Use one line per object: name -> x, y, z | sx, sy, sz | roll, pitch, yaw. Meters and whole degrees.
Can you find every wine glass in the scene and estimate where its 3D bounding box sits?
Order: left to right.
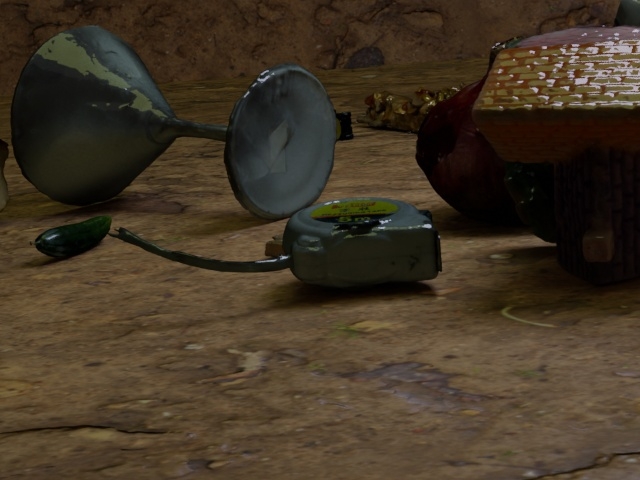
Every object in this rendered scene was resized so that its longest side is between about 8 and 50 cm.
wine glass -> -0.192, -0.154, 2.095 | 0.406, 0.267, 0.267 | 9, 18, 40

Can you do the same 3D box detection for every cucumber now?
cucumber -> -0.302, -0.003, 1.898 | 0.039, 0.039, 0.168 | 0, 11, 25

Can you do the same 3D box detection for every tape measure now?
tape measure -> -0.045, 0.011, 1.580 | 0.330, 0.084, 0.164 | -4, 9, 2

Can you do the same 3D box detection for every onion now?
onion -> 0.238, -0.135, 1.834 | 0.252, 0.219, 0.252 | -10, 19, 4

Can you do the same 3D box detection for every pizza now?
pizza -> 0.225, -0.241, 2.731 | 0.251, 0.074, 0.288 | -10, 14, -32

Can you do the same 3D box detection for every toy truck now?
toy truck -> 0.015, -0.198, 2.673 | 0.054, 0.049, 0.083 | -14, 15, -28

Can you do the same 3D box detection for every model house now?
model house -> 0.259, -0.088, 1.538 | 0.202, 0.237, 0.237 | 5, 13, 20

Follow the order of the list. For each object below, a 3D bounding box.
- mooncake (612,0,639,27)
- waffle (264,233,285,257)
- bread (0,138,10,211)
mooncake -> 0.412, -0.162, 1.737 | 0.136, 0.250, 0.254 | 4, 4, 37
waffle -> 0.000, 0.000, 1.781 | 0.135, 0.021, 0.092 | -15, 16, -42
bread -> -0.639, -0.062, 2.099 | 0.333, 0.143, 0.323 | -2, 11, 22
